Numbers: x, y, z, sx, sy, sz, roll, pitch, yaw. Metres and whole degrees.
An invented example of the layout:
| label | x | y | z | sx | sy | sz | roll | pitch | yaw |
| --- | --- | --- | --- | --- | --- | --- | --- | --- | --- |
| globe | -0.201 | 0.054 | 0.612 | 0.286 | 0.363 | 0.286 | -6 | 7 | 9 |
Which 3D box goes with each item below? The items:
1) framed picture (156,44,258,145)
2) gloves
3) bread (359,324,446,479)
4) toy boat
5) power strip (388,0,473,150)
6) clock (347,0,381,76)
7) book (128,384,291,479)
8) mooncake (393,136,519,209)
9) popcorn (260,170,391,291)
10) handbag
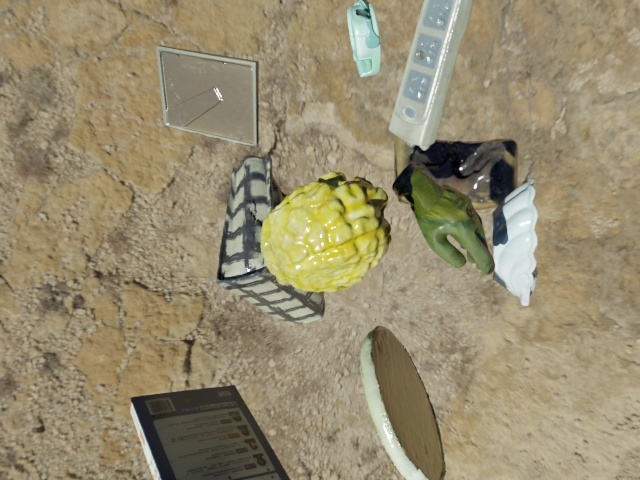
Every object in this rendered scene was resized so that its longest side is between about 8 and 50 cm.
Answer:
| label | x | y | z | sx | sy | sz | roll | pitch | yaw |
| --- | --- | --- | --- | --- | --- | --- | --- | --- | --- |
| framed picture | -0.258 | -0.330 | 1.215 | 0.265 | 0.018 | 0.192 | 16 | 122 | 20 |
| gloves | 0.253 | -0.040 | 1.053 | 0.135 | 0.107 | 0.268 | -42 | 91 | -23 |
| bread | 0.131 | 0.267 | 0.862 | 0.040 | 0.267 | 0.267 | -26 | 82 | 18 |
| toy boat | 0.444 | 0.002 | 1.219 | 0.100 | 0.199 | 0.290 | -1 | 109 | 18 |
| power strip | 0.185 | -0.292 | 0.887 | 0.080 | 0.048 | 0.286 | 34 | 125 | 32 |
| clock | 0.071 | -0.350 | 0.888 | 0.041 | 0.135 | 0.101 | -12 | 65 | 2 |
| book | -0.251 | 0.508 | 1.257 | 0.428 | 0.300 | 0.039 | 44 | 120 | 46 |
| mooncake | 0.446 | -0.224 | 1.755 | 0.393 | 0.394 | 0.246 | 2 | 94 | -35 |
| popcorn | 0.000 | 0.000 | 0.992 | 0.225 | 0.286 | 0.174 | -5 | 63 | -20 |
| handbag | -0.105 | 0.007 | 1.310 | 0.162 | 0.325 | 0.327 | -12 | 62 | 21 |
